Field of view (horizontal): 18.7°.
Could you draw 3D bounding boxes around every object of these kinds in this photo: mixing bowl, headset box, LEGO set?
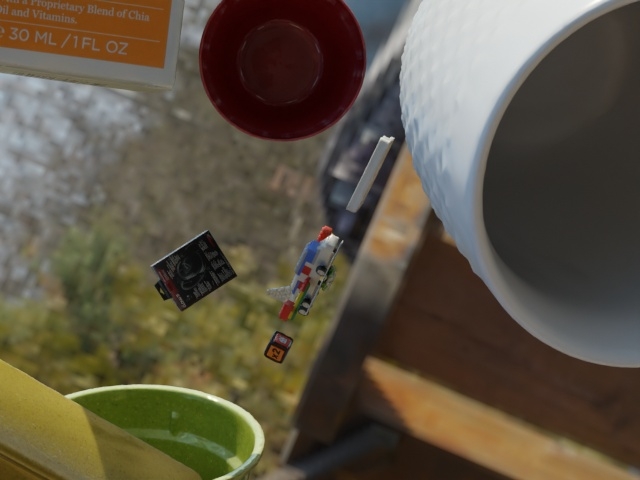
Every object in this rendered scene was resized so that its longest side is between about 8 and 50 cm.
[{"bbox_3d":[-0.043,-0.199,2.139,0.098,0.181,0.181,-134,67,-86],"label":"mixing bowl"},{"bbox_3d":[-0.144,0.036,2.158,0.083,0.062,0.032,-34,4,-8],"label":"headset box"},{"bbox_3d":[0.000,0.000,1.924,0.244,0.060,0.182,-64,-2,6],"label":"LEGO set"}]

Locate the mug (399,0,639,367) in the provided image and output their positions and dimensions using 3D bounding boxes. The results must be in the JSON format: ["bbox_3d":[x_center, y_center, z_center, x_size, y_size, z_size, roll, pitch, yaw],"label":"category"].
[{"bbox_3d":[0.228,-0.070,1.443,0.276,0.374,0.328,-46,24,7],"label":"mug"}]

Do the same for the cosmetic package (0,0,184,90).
[{"bbox_3d":[-0.247,-0.395,2.060,0.161,0.230,0.453,-168,84,-77],"label":"cosmetic package"}]

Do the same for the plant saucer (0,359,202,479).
[{"bbox_3d":[-0.302,0.300,1.771,0.333,0.333,0.081,-54,32,2],"label":"plant saucer"}]

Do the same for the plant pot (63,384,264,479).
[{"bbox_3d":[-0.203,0.334,2.193,0.276,0.276,0.254,-63,-23,-69],"label":"plant pot"}]
